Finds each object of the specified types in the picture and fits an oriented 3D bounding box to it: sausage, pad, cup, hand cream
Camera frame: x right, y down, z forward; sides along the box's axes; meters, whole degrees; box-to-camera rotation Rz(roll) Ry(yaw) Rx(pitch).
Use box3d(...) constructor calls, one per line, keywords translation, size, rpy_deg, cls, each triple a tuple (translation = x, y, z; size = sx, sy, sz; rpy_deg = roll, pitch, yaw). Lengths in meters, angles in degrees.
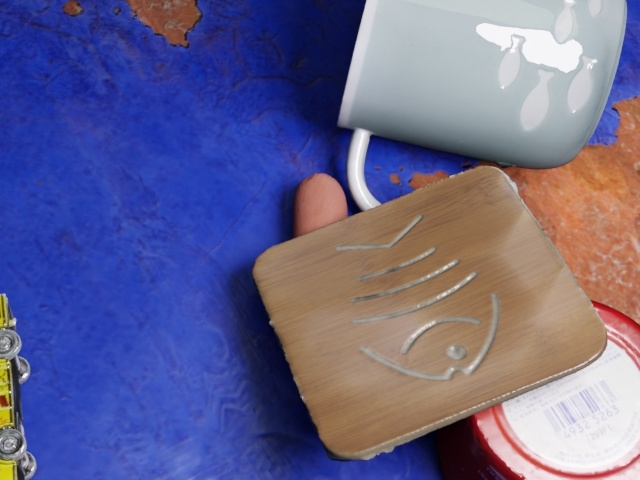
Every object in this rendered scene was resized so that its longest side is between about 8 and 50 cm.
box3d(translation=(0.000, 0.000, 1.391), size=(0.062, 0.062, 0.154), rpy_deg=(2, 59, -6), cls="sausage")
box3d(translation=(0.097, 0.061, 1.259), size=(0.286, 0.018, 0.284), rpy_deg=(-22, 46, -4), cls="pad")
box3d(translation=(0.167, -0.169, 1.430), size=(0.274, 0.259, 0.357), rpy_deg=(13, 89, 1), cls="cup")
box3d(translation=(0.232, 0.178, 1.266), size=(0.230, 0.149, 0.230), rpy_deg=(3, 62, -6), cls="hand cream")

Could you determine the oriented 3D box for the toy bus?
box3d(translation=(-0.315, 0.168, 1.244), size=(0.074, 0.081, 0.226), rpy_deg=(-8, 64, -6), cls="toy bus")
